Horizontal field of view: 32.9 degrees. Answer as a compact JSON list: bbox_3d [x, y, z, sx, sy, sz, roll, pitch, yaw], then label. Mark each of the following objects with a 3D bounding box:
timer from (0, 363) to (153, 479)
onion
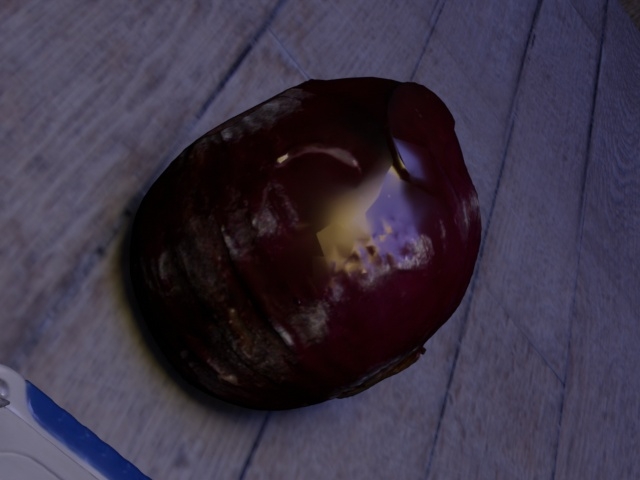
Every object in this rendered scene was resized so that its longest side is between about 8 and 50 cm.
[{"bbox_3d":[-0.152,0.190,0.495,0.178,0.078,0.253,45,36,-24],"label":"timer"},{"bbox_3d":[-0.002,0.001,0.728,0.207,0.206,0.216,-25,86,-58],"label":"onion"}]
